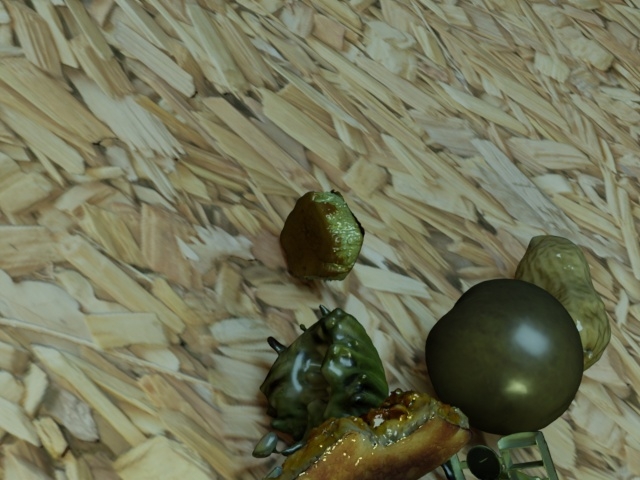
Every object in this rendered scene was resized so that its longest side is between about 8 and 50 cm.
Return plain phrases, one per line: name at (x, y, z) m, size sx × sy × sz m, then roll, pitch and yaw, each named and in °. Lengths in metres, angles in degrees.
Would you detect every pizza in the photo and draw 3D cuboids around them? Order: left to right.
pizza at (0.060, 0.255, 1.708) m, size 0.305 × 0.161 × 0.085 m, roll -12°, pitch 42°, yaw -29°

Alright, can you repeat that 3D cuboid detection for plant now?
plant at (0.055, 0.243, 1.902) m, size 0.333 × 0.180 × 0.251 m, roll 41°, pitch 37°, yaw -43°

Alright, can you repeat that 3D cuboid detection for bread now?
bread at (0.000, 0.000, 2.079) m, size 0.069 × 0.128 × 0.140 m, roll 2°, pitch 43°, yaw -34°

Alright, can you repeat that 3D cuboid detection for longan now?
longan at (0.269, 0.166, 2.039) m, size 0.248 × 0.248 × 0.248 m, roll 21°, pitch 40°, yaw -19°

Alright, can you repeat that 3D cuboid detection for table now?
table at (0.246, 0.349, 1.824) m, size 0.062 × 0.146 × 0.175 m, roll -28°, pitch 100°, yaw -51°

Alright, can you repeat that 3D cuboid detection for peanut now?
peanut at (0.395, 0.119, 2.257) m, size 0.159 × 0.143 × 0.291 m, roll 56°, pitch 19°, yaw -33°

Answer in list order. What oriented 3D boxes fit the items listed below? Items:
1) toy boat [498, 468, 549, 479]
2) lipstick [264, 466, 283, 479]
toy boat at (0.324, 0.436, 1.879) m, size 0.084 × 0.111 × 0.276 m, roll -7°, pitch 55°, yaw -48°
lipstick at (-0.041, 0.421, 1.645) m, size 0.066 × 0.068 × 0.317 m, roll 21°, pitch 39°, yaw -20°
